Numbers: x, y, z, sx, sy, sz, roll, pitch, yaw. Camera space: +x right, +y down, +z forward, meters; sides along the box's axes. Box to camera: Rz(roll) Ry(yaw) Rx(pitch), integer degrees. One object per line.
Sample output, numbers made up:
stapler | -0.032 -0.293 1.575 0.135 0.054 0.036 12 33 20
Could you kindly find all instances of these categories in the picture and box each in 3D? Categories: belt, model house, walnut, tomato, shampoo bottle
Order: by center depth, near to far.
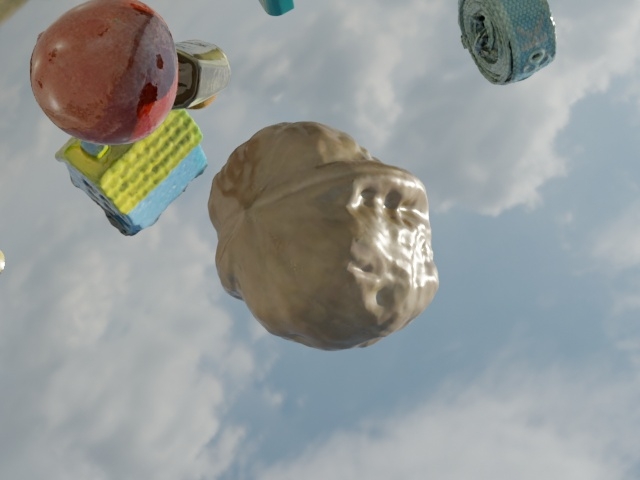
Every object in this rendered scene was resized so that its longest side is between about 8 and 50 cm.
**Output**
walnut | 0.000 -0.003 1.014 0.227 0.273 0.273 -9 -140 37
tomato | -0.231 -0.192 1.024 0.167 0.167 0.167 -32 -152 19
belt | 0.224 -0.262 1.132 0.082 0.163 0.147 -26 -122 -2
shampoo bottle | -0.196 -0.255 1.370 0.350 0.126 0.084 -70 169 -75
model house | -0.372 -0.174 1.788 0.237 0.215 0.303 -48 175 -13

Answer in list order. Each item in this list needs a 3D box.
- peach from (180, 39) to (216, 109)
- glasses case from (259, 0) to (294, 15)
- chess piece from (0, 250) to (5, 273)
peach | -0.254 -0.336 1.835 0.138 0.138 0.138 -32 -152 19
glasses case | -0.129 -0.632 2.016 0.070 0.301 0.117 -31 -117 -8
chess piece | -0.672 0.009 1.647 0.090 0.200 0.090 -16 -127 23
